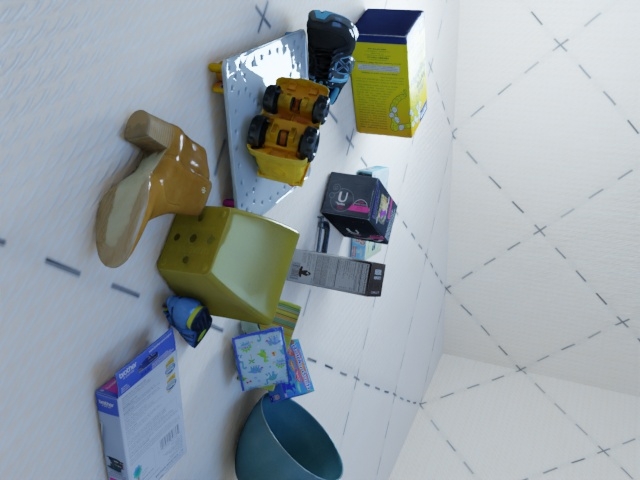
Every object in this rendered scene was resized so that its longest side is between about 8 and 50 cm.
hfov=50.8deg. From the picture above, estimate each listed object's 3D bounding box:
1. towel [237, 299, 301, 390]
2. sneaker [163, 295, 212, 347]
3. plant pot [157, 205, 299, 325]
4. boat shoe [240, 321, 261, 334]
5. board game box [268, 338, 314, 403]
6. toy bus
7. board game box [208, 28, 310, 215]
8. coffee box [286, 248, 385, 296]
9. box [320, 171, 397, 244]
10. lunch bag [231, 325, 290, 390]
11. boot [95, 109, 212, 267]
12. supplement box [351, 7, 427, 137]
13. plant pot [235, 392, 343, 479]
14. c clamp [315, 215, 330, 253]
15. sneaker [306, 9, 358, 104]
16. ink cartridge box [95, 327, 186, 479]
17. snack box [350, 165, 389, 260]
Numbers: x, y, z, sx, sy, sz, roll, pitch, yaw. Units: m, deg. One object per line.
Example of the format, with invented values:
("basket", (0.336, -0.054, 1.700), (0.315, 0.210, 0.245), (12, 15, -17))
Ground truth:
("towel", (-0.133, 0.268, 1.769), (0.021, 0.102, 0.237), (112, -3, -71))
("sneaker", (-0.279, 0.164, 1.409), (0.069, 0.082, 0.209), (-58, 171, -23))
("plant pot", (-0.202, 0.031, 1.375), (0.187, 0.212, 0.212), (40, 61, -51))
("boat shoe", (-0.178, 0.206, 1.702), (0.049, 0.042, 0.133), (-23, 128, -14))
("board game box", (-0.096, 0.356, 1.863), (0.210, 0.047, 0.160), (16, 53, -69))
("toy bus", (-0.065, -0.230, 1.548), (0.211, 0.149, 0.220), (86, 20, -63))
("board game box", (-0.130, -0.273, 1.606), (0.390, 0.050, 0.390), (-47, 141, -55))
("coffee box", (0.047, 0.092, 1.928), (0.141, 0.247, 0.098), (9, 91, -69))
("box", (0.129, -0.099, 2.160), (0.270, 0.165, 0.143), (42, 61, -64))
("lunch bag", (-0.148, 0.283, 1.668), (0.096, 0.129, 0.151), (-115, -164, -52))
("boot", (-0.285, -0.071, 1.225), (0.211, 0.104, 0.295), (35, 61, -59))
("supplement box", (0.223, -0.536, 2.170), (0.194, 0.195, 0.356), (-60, 151, -41))
("plant pot", (-0.110, 0.575, 1.772), (0.195, 0.290, 0.290), (-47, 161, 10))
("c clamp", (0.000, 0.000, 2.086), (0.137, 0.022, 0.160), (-14, 111, -72))
("sneaker", (0.027, -0.473, 1.758), (0.341, 0.125, 0.139), (57, 50, -73))
("ink cartridge box", (-0.346, 0.340, 1.316), (0.186, 0.065, 0.311), (-41, 139, -57))
("snack box", (0.178, -0.100, 2.422), (0.187, 0.060, 0.322), (-24, 121, -64))
